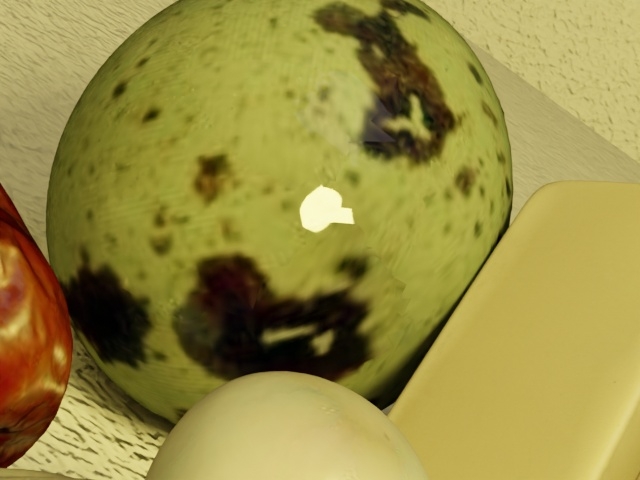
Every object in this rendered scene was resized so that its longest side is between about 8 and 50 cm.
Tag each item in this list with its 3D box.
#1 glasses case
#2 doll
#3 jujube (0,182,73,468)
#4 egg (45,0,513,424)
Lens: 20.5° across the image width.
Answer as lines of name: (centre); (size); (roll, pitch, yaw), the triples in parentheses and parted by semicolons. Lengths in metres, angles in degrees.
glasses case: (0.126, 0.098, 0.985); (0.144, 0.076, 0.336); (7, 44, 35)
doll: (-0.058, 0.149, 0.762); (0.251, 0.221, 0.221); (18, 25, -41)
jujube: (-0.234, 0.016, 0.866); (0.243, 0.183, 0.183); (51, 22, 17)
egg: (-0.020, -0.030, 1.140); (0.287, 0.287, 0.379); (36, 23, 3)
